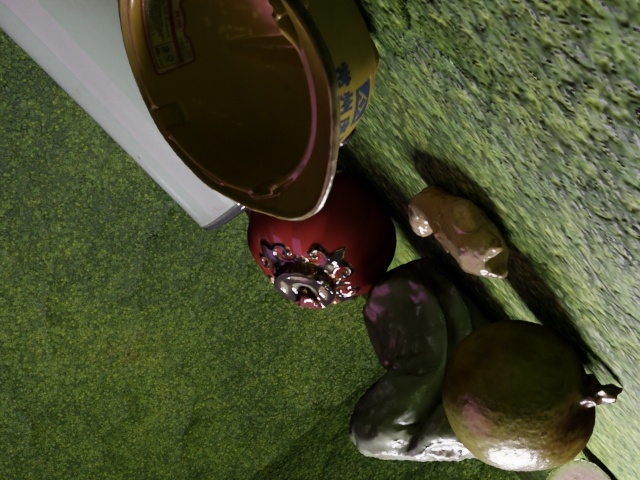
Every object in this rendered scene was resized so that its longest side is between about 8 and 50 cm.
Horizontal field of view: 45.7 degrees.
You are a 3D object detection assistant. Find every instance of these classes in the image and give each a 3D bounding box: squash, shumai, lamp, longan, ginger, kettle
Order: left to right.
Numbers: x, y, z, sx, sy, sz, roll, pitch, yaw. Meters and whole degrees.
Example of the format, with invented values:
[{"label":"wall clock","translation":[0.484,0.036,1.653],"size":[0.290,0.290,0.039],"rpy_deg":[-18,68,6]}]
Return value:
[{"label":"kettle","translation":[-0.150,-0.225,0.857],"size":[0.376,0.250,0.361],"rpy_deg":[49,149,-13]},{"label":"lamp","translation":[0.000,0.000,1.128],"size":[0.227,0.227,0.227],"rpy_deg":[51,177,3]},{"label":"ginger","translation":[0.122,-0.017,0.711],"size":[0.069,0.051,0.173],"rpy_deg":[58,180,-22]},{"label":"shumai","translation":[0.183,0.153,1.030],"size":[0.309,0.304,0.263],"rpy_deg":[56,-152,-80]},{"label":"longan","translation":[0.203,0.151,0.736],"size":[0.176,0.145,0.155],"rpy_deg":[-3,167,36]},{"label":"squash","translation":[0.402,0.376,1.126],"size":[0.132,0.105,0.105],"rpy_deg":[23,-159,-53]}]

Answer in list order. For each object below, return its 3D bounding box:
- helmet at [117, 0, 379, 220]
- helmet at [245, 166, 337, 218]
[{"label":"helmet","translation":[-0.032,-0.142,0.574],"size":[0.257,0.140,0.205],"rpy_deg":[35,137,32]},{"label":"helmet","translation":[-0.028,-0.051,1.342],"size":[0.305,0.177,0.225],"rpy_deg":[50,176,38]}]
